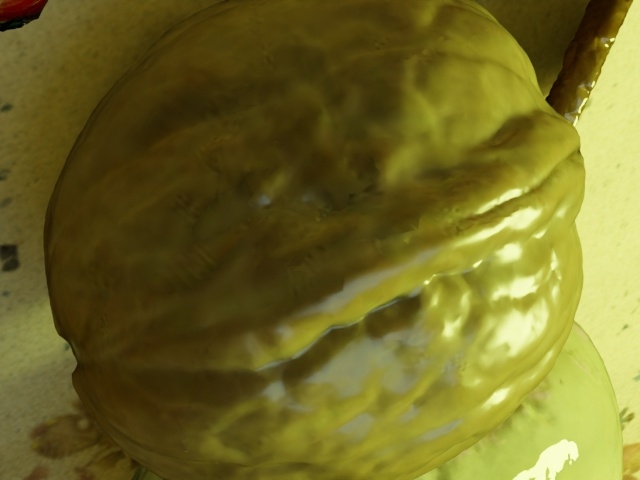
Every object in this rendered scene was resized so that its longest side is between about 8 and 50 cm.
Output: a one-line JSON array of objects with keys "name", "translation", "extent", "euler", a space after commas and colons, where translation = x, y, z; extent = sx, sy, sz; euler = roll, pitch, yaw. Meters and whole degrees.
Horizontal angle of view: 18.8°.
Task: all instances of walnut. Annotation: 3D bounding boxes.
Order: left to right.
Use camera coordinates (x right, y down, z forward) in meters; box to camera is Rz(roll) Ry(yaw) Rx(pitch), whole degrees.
[{"name": "walnut", "translation": [0.000, 0.000, 1.080], "extent": [0.313, 0.277, 0.252], "euler": [-21, 152, -2]}]

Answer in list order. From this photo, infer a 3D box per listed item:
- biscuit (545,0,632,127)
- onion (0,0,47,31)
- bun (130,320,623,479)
[{"name": "biscuit", "translation": [0.157, -0.092, 1.220], "extent": [0.188, 0.027, 0.188], "euler": [24, 90, -84]}, {"name": "onion", "translation": [-0.179, -0.156, 0.925], "extent": [0.117, 0.118, 0.118], "euler": [-17, 139, -1]}, {"name": "bun", "translation": [0.025, 0.153, 1.303], "extent": [0.361, 0.213, 0.361], "euler": [-23, 167, -6]}]
